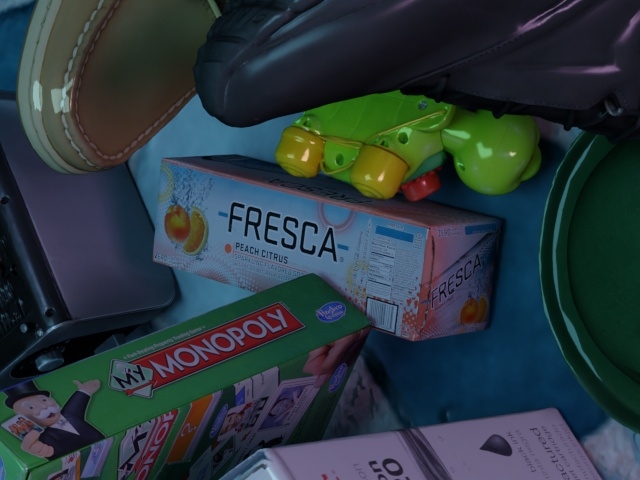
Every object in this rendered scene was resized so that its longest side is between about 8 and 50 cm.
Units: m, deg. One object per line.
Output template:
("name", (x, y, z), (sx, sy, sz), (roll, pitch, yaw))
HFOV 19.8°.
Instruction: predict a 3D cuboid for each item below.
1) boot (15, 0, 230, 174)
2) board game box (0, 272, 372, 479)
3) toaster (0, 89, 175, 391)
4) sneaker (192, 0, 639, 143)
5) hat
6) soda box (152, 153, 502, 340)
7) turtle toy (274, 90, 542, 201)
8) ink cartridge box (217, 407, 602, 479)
("boot", (0.001, -0.121, 0.835), (0.203, 0.095, 0.262), (17, 58, 36))
("board game box", (-0.107, 0.173, 0.884), (0.046, 0.213, 0.317), (41, 128, 26))
("toaster", (-0.193, 0.011, 1.061), (0.168, 0.110, 0.185), (-38, 68, 34))
("sneaker", (0.091, -0.089, 0.722), (0.109, 0.286, 0.130), (-152, 42, -73))
("hat", (0.125, 0.004, 0.736), (0.208, 0.183, 0.173), (-27, 74, 38))
("soda box", (0.000, 0.000, 0.924), (0.183, 0.063, 0.058), (16, 104, 39))
("turtle toy", (0.045, -0.056, 0.880), (0.130, 0.066, 0.095), (19, 78, 39))
("ink cartridge box", (0.055, 0.164, 0.780), (0.092, 0.218, 0.158), (-46, 63, 32))
